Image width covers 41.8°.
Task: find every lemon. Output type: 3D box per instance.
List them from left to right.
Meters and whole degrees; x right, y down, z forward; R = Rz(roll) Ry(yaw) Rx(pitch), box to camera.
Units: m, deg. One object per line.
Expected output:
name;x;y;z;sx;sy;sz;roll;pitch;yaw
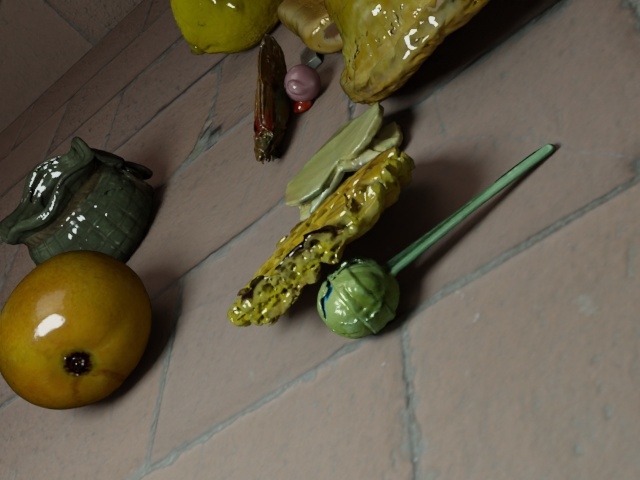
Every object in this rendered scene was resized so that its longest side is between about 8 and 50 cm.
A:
lemon;-0.209;-0.566;1.902;0.322;0.268;0.268;-50;29;-12

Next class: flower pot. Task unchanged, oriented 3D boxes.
flower pot;-0.489;-0.065;1.722;0.301;0.213;0.302;-33;33;25

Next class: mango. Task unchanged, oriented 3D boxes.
mango;-0.412;0.142;1.376;0.264;0.221;0.378;-60;20;-11

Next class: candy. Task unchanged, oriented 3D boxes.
candy;0.137;-0.007;0.970;0.335;0.092;0.093;-38;-7;3

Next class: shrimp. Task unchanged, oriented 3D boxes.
shrimp;-0.093;-0.251;1.508;0.062;0.154;0.294;-7;52;9

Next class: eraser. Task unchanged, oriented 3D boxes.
eraser;-0.020;-0.360;1.646;0.038;0.019;0.083;-40;30;17

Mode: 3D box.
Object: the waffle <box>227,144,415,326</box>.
waffle;-0.002;-0.003;1.065;0.312;0.060;0.307;-46;5;-1

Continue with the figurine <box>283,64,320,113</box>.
figurine;-0.032;-0.284;1.516;0.066;0.071;0.083;-13;44;20

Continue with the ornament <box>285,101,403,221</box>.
ornament;0.030;-0.131;1.271;0.201;0.059;0.180;-39;23;20

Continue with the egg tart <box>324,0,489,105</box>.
egg tart;0.142;-0.409;1.244;0.443;0.178;0.443;-51;15;20

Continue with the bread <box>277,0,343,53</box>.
bread;0.004;-0.445;1.643;0.142;0.091;0.305;-49;28;12
